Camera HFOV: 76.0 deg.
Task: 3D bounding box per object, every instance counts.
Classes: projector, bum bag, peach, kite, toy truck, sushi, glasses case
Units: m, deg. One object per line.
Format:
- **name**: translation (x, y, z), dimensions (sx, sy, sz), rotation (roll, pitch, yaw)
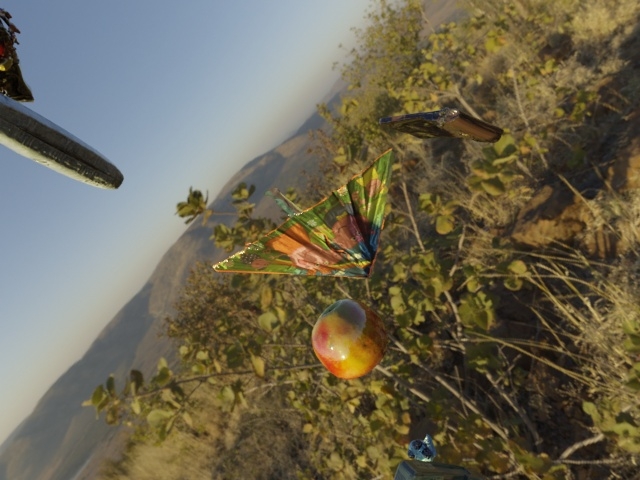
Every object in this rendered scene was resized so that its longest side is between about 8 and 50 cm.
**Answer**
- **projector**: translation (0.285, 0.649, 0.989), dimensions (0.088, 0.270, 0.193), rotation (13, 83, 66)
- **bum bag**: translation (0.170, -0.164, 0.602), dimensions (0.159, 0.109, 0.026), rotation (18, 99, 57)
- **peach**: translation (0.088, 0.297, 1.240), dimensions (0.231, 0.231, 0.231), rotation (-44, 14, 15)
- **kite**: translation (0.000, 0.000, 0.579), dimensions (0.321, 0.234, 0.016), rotation (-30, 42, 27)
- **toy truck**: translation (0.305, 0.613, 1.204), dimensions (0.090, 0.073, 0.056), rotation (-5, -56, -49)
- **sushi**: translation (-0.629, -0.363, 0.737), dimensions (0.153, 0.172, 0.150), rotation (-12, -2, -32)
- **glasses case**: translation (-0.425, -0.152, 0.624), dimensions (0.067, 0.109, 0.282), rotation (-65, -23, -6)
